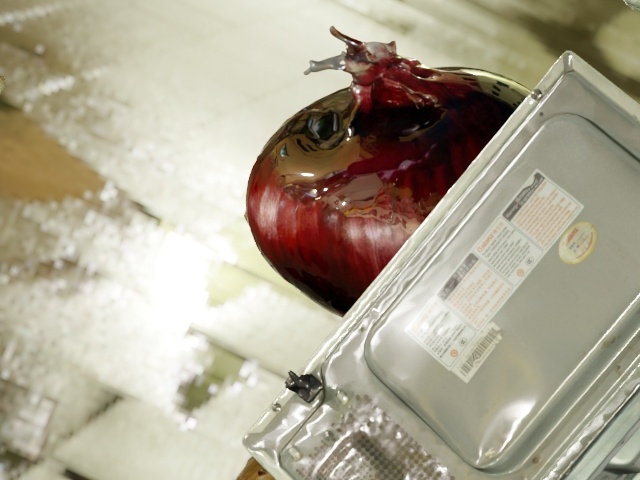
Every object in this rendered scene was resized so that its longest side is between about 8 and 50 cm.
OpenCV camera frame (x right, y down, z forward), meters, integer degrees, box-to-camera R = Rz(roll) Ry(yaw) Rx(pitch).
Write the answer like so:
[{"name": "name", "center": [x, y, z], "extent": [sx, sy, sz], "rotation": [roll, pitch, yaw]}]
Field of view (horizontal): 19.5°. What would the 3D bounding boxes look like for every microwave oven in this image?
[{"name": "microwave oven", "center": [0.110, 0.058, 0.896], "extent": [0.145, 0.240, 0.194], "rotation": [42, 7, 21]}]

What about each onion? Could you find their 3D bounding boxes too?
[{"name": "onion", "center": [0.069, -0.066, 1.458], "extent": [0.273, 0.285, 0.273], "rotation": [-12, 26, 6]}]

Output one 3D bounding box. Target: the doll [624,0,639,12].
[{"name": "doll", "center": [0.193, -0.252, 1.343], "extent": [0.214, 0.103, 0.071], "rotation": [40, -6, -22]}]

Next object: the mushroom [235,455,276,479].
[{"name": "mushroom", "center": [0.052, 0.237, 1.674], "extent": [0.297, 0.163, 0.278], "rotation": [-1, 3, 37]}]

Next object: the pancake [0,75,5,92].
[{"name": "pancake", "center": [-0.457, -0.085, 1.905], "extent": [0.212, 0.257, 0.056], "rotation": [23, -15, 25]}]

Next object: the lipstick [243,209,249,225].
[{"name": "lipstick", "center": [0.000, 0.000, 1.763], "extent": [0.145, 0.045, 0.045], "rotation": [29, -13, 19]}]
